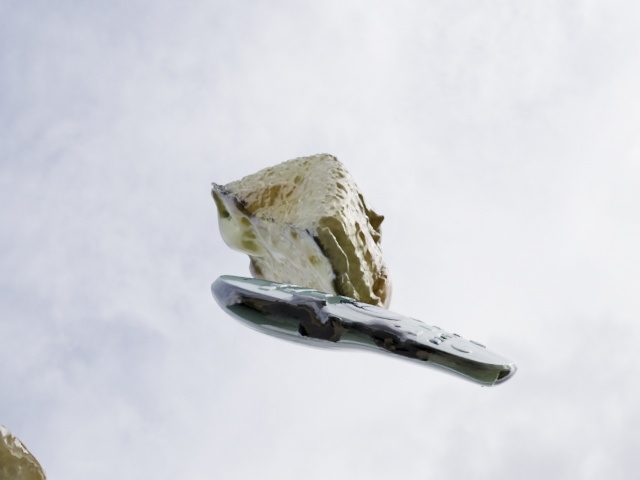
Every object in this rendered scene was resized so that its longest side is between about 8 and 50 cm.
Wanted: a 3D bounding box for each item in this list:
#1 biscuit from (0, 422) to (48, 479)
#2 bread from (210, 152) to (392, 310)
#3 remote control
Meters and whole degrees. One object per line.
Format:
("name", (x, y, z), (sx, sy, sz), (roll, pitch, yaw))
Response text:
("biscuit", (-0.233, 0.181, 0.458), (0.219, 0.033, 0.220), (18, -120, -34))
("bread", (0.002, -0.006, 0.924), (0.133, 0.251, 0.174), (-41, -62, -19))
("remote control", (0.025, 0.069, 0.676), (0.097, 0.256, 0.045), (5, -83, -62))
